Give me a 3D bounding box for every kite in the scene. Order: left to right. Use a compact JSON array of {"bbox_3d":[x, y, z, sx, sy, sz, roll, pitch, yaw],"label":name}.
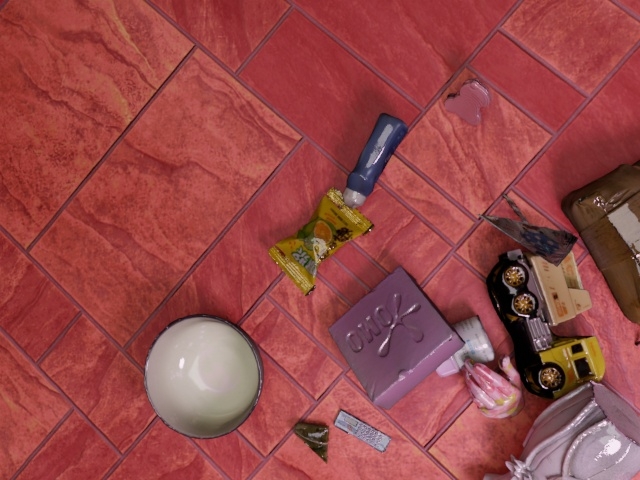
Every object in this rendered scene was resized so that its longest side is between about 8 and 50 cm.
[{"bbox_3d":[0.572,-0.030,1.633,0.335,0.314,0.011,11,126,-20],"label":"kite"}]

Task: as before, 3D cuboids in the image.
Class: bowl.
[{"bbox_3d":[-0.320,0.387,1.780,0.354,0.185,0.354,-1,86,10],"label":"bowl"}]

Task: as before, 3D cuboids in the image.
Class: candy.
[{"bbox_3d":[0.000,0.000,1.802,0.297,0.081,0.187,-43,81,-8],"label":"candy"}]

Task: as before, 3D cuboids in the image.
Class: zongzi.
[{"bbox_3d":[-0.029,0.602,1.787,0.109,0.055,0.119,4,99,12],"label":"zongzi"},{"bbox_3d":[0.954,-0.003,1.561,0.467,0.218,0.500,-27,83,8],"label":"zongzi"}]

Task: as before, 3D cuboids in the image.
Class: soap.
[{"bbox_3d":[0.206,0.268,1.671,0.296,0.107,0.285,-44,49,8],"label":"soap"}]

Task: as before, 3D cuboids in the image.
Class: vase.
[{"bbox_3d":[0.609,0.571,1.530,0.250,0.250,0.445,41,118,10],"label":"vase"}]

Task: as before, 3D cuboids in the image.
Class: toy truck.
[{"bbox_3d":[0.616,0.212,1.634,0.254,0.180,0.405,-16,81,1],"label":"toy truck"}]

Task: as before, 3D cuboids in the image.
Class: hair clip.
[{"bbox_3d":[0.428,-0.400,1.719,0.123,0.138,0.102,36,99,3],"label":"hair clip"}]

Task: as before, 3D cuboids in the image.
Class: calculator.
[{"bbox_3d":[0.123,0.565,1.779,0.172,0.018,0.057,28,90,12],"label":"calculator"}]

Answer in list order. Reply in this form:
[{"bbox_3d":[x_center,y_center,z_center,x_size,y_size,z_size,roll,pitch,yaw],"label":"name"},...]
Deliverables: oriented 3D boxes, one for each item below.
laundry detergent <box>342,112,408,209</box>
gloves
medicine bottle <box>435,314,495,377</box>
[{"bbox_3d":[0.152,-0.222,1.757,0.094,0.143,0.290,27,96,7],"label":"laundry detergent"},{"bbox_3d":[0.471,0.398,1.623,0.145,0.241,0.126,-26,50,24],"label":"gloves"},{"bbox_3d":[0.389,0.298,1.688,0.168,0.135,0.135,-23,83,12],"label":"medicine bottle"}]
